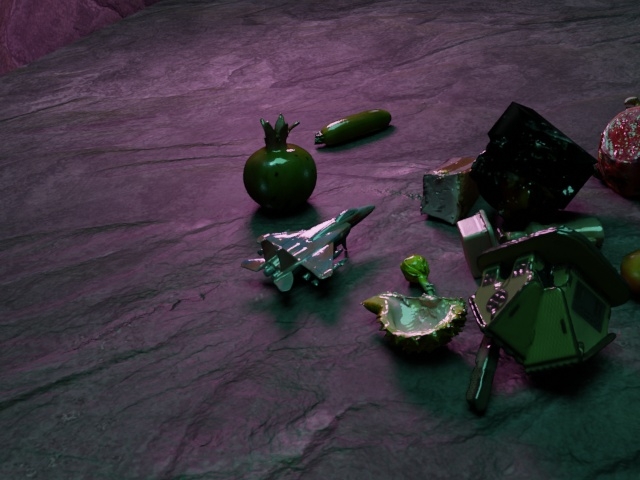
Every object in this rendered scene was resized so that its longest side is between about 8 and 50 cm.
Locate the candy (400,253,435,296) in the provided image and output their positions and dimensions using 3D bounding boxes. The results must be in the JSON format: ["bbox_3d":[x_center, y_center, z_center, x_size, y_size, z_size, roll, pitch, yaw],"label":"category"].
[{"bbox_3d":[0.207,0.098,1.487,0.062,0.058,0.194,15,32,-29],"label":"candy"}]

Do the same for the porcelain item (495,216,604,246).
[{"bbox_3d":[0.473,-0.008,1.593,0.213,0.054,0.084,-6,29,-1],"label":"porcelain item"}]

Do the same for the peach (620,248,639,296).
[{"bbox_3d":[0.610,0.057,1.418,0.101,0.100,0.100,-5,31,3],"label":"peach"}]

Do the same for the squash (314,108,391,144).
[{"bbox_3d":[0.096,-0.324,2.172,0.258,0.069,0.069,-21,34,-23],"label":"squash"}]

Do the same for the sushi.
[{"bbox_3d":[0.442,-0.142,1.646,0.215,0.212,0.227,40,7,13],"label":"sushi"}]

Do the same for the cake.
[{"bbox_3d":[0.324,-0.151,1.819,0.116,0.112,0.295,10,29,21],"label":"cake"}]

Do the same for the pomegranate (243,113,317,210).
[{"bbox_3d":[-0.099,-0.185,1.833,0.182,0.224,0.181,-5,23,2],"label":"pomegranate"}]

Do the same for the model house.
[{"bbox_3d":[0.350,0.155,1.237,0.218,0.205,0.278,-27,30,49],"label":"model house"}]

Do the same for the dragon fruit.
[{"bbox_3d":[0.741,-0.220,1.733,0.282,0.147,0.211,-12,41,34],"label":"dragon fruit"}]

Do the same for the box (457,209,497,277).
[{"bbox_3d":[0.318,0.012,1.535,0.062,0.122,0.089,-17,31,7],"label":"box"}]

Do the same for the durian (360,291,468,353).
[{"bbox_3d":[0.162,0.150,1.381,0.224,0.078,0.140,13,47,47],"label":"durian"}]

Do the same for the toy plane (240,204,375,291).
[{"bbox_3d":[0.000,0.006,1.616,0.326,0.104,0.223,-25,36,-35],"label":"toy plane"}]
